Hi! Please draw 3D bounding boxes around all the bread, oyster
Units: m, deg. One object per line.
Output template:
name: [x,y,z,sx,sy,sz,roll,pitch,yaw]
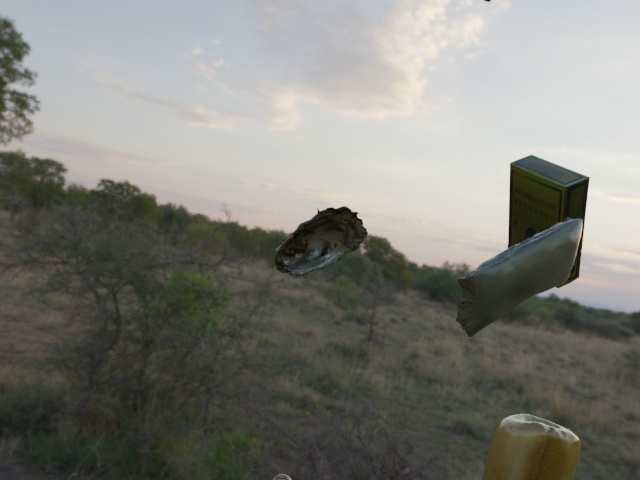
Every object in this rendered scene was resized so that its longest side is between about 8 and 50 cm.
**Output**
bread: [0.312,0.347,0.838,0.134,0.173,0.085,12,8,-13]
oyster: [-0.007,0.004,0.933,0.105,0.177,0.056,29,29,-34]

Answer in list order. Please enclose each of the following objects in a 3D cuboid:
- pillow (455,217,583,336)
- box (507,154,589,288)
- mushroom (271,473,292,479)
pillow: [0.261,0.047,0.722,0.208,0.119,0.053,-24,49,-21]
box: [0.428,-0.036,1.050,0.064,0.220,0.141,-23,34,-17]
mushroom: [-0.027,0.459,0.918,0.202,0.054,0.059,11,-45,57]
